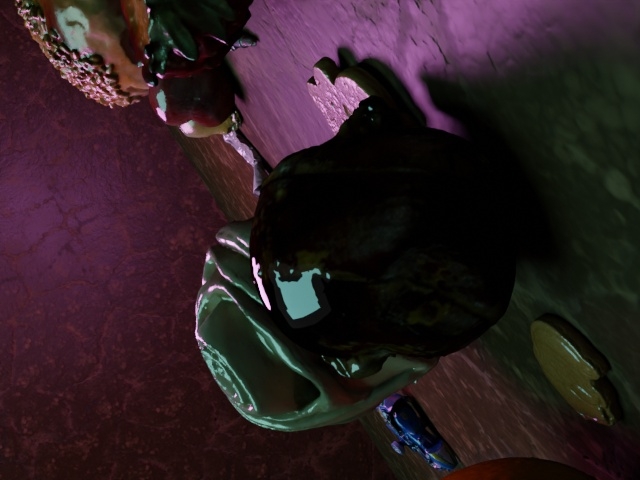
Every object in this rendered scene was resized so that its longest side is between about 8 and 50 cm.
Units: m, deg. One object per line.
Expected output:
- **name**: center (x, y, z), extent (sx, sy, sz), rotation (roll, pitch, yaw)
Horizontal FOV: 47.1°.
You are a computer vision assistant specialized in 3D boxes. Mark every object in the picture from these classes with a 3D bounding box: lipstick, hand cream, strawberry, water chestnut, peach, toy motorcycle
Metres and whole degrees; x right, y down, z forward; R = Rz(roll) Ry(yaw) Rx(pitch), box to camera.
- **lipstick**: center (-0.114, -0.279, 1.022), extent (0.107, 0.025, 0.025), rotation (29, 153, 55)
- **hand cream**: center (-0.152, -0.166, 1.525), extent (0.257, 0.050, 0.084), rotation (57, 171, 33)
- **strawberry**: center (-0.154, -0.307, 0.791), extent (0.280, 0.150, 0.253), rotation (-137, 36, -61)
- **water chestnut**: center (0.057, -0.009, 0.622), extent (0.224, 0.223, 0.238), rotation (78, -166, -67)
- **peach**: center (-0.227, -0.272, 1.286), extent (0.152, 0.152, 0.152), rotation (53, 170, 13)
- **toy motorcycle**: center (0.201, 0.419, 1.649), extent (0.254, 0.092, 0.135), rotation (44, 158, 15)

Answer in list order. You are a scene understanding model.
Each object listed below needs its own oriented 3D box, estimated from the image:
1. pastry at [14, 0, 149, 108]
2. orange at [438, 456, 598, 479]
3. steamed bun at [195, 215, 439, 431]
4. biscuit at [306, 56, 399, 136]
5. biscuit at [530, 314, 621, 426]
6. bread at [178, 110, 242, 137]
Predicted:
- **pastry**: center (-0.457, -0.450, 1.475), extent (0.409, 0.245, 0.409), rotation (51, 170, 12)
- **orange**: center (0.234, 0.400, 0.706), extent (0.424, 0.326, 0.424), rotation (35, 169, 8)
- **steamed bun**: center (-0.020, 0.105, 0.912), extent (0.324, 0.219, 0.310), rotation (-26, 99, 38)
- **biscuit**: center (0.039, -0.132, 0.752), extent (0.133, 0.027, 0.184), rotation (56, 169, -6)
- **biscuit**: center (0.233, 0.122, 0.680), extent (0.102, 0.019, 0.130), rotation (46, 168, 49)
- **bread**: center (-0.233, -0.254, 1.453), extent (0.156, 0.110, 0.103), rotation (38, 154, 60)
